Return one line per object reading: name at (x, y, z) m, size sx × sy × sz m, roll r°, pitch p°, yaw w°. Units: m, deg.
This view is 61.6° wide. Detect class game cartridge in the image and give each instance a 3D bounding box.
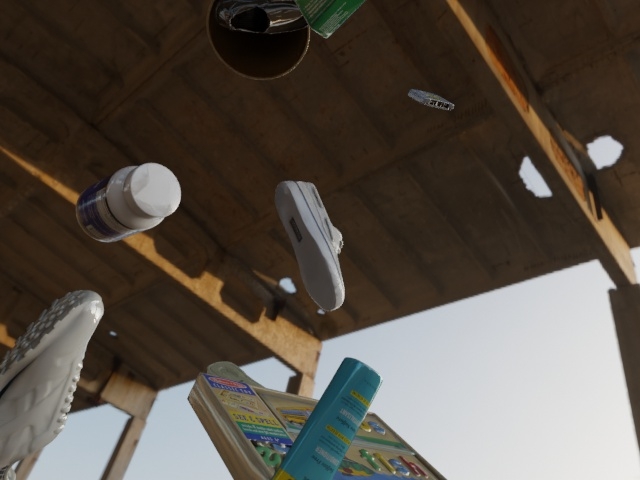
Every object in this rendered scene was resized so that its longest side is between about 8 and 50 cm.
game cartridge at (0.210, -0.270, 1.027) m, size 0.083 × 0.056 × 0.017 m, roll 0°, pitch -61°, yaw -36°

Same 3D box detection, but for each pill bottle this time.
pill bottle at (-0.455, -0.090, 1.274) m, size 0.264 × 0.153 × 0.153 m, roll -13°, pitch -47°, yaw 42°

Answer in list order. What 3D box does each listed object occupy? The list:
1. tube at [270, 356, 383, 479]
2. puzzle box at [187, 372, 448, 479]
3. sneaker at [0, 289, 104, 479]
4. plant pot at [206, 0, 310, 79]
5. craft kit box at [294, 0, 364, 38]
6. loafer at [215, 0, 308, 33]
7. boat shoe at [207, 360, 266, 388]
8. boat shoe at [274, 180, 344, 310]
tube at (-0.002, 0.228, 0.585) m, size 0.080 × 0.207 × 0.052 m, roll 42°, pitch -23°, yaw -21°
puzzle box at (0.015, 0.333, 0.854) m, size 0.408 × 0.052 × 0.272 m, roll 25°, pitch 2°, yaw -36°
sneaker at (-0.309, 0.161, 0.592) m, size 0.095 × 0.235 × 0.090 m, roll 40°, pitch -6°, yaw -23°
plant pot at (-0.140, -0.560, 1.325) m, size 0.237 × 0.254 × 0.237 m, roll 1°, pitch -50°, yaw 1°
craft kit box at (0.033, -0.495, 0.834) m, size 0.250 × 0.247 × 0.061 m, roll -38°, pitch -25°, yaw 27°
loafer at (-0.110, -0.473, 1.149) m, size 0.220 × 0.078 × 0.080 m, roll -12°, pitch -42°, yaw -15°
boat shoe at (-0.157, 0.328, 1.083) m, size 0.233 × 0.084 × 0.079 m, roll 23°, pitch -69°, yaw 49°
boat shoe at (0.000, 0.000, 0.981) m, size 0.084 × 0.258 × 0.095 m, roll -10°, pitch -18°, yaw -34°
